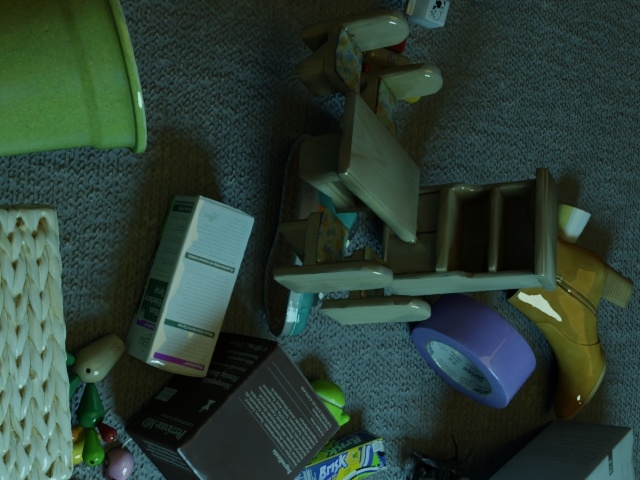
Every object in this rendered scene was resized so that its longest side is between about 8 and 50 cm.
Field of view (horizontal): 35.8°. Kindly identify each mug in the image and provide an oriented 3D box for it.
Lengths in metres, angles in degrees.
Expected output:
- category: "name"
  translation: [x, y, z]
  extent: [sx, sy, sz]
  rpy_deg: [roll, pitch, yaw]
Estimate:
- category: "mug"
  translation: [0.431, -0.029, 1.757]
  extent: [0.062, 0.078, 0.064]
  rpy_deg: [14, 96, -63]

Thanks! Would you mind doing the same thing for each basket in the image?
- category: "basket"
  translation: [-0.466, 0.115, 1.061]
  extent: [0.266, 0.328, 0.331]
  rpy_deg: [-9, 97, -48]

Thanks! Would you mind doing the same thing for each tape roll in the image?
- category: "tape roll"
  translation: [0.243, 0.175, 1.577]
  extent: [0.080, 0.189, 0.189]
  rpy_deg: [-48, 115, -18]

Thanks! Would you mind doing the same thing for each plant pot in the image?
- category: "plant pot"
  translation: [-0.369, -0.206, 1.172]
  extent: [0.254, 0.276, 0.276]
  rpy_deg: [-16, 102, -16]

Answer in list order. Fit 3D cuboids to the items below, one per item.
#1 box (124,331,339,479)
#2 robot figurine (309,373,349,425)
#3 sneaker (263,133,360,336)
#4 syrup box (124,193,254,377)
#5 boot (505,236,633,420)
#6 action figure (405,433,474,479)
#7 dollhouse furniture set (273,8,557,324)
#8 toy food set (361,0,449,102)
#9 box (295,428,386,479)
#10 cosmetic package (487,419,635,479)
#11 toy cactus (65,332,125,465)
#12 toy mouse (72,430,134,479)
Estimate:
- category: "box"
  translation: [-0.120, 0.259, 1.375]
  extent: [0.203, 0.168, 0.167]
  rpy_deg: [-45, 115, -26]
- category: "robot figurine"
  translation: [-0.005, 0.263, 1.509]
  extent: [0.101, 0.067, 0.115]
  rpy_deg: [28, 79, -20]
- category: "sneaker"
  translation: [0.000, 0.000, 1.469]
  extent: [0.121, 0.108, 0.302]
  rpy_deg: [13, 86, -26]
- category: "syrup box"
  translation: [-0.183, 0.062, 1.374]
  extent: [0.096, 0.093, 0.237]
  rpy_deg: [21, 83, -30]
- category: "boot"
  translation: [0.408, 0.150, 1.738]
  extent: [0.211, 0.104, 0.295]
  rpy_deg: [24, 88, -18]
- category: "action figure"
  translation: [0.186, 0.453, 1.595]
  extent: [0.164, 0.141, 0.276]
  rpy_deg: [37, 79, -25]
- category: "dollhouse furniture set"
  translation: [0.151, -0.065, 1.360]
  extent: [0.394, 0.256, 0.362]
  rpy_deg: [40, 50, -55]
- category: "toy food set"
  translation: [0.113, -0.335, 1.508]
  extent: [0.104, 0.111, 0.232]
  rpy_deg: [16, 88, -31]
- category: "box"
  translation: [0.016, 0.347, 1.531]
  extent: [0.169, 0.059, 0.054]
  rpy_deg: [-14, 101, -29]
- category: "cosmetic package"
  translation: [0.389, 0.460, 1.625]
  extent: [0.385, 0.156, 0.217]
  rpy_deg: [-22, 107, -54]
- category: "toy cactus"
  translation: [-0.329, 0.183, 1.298]
  extent: [0.219, 0.112, 0.180]
  rpy_deg: [49, 53, -4]
- category: "toy mouse"
  translation: [-0.306, 0.329, 1.358]
  extent: [0.161, 0.031, 0.143]
  rpy_deg: [-18, 103, -28]
